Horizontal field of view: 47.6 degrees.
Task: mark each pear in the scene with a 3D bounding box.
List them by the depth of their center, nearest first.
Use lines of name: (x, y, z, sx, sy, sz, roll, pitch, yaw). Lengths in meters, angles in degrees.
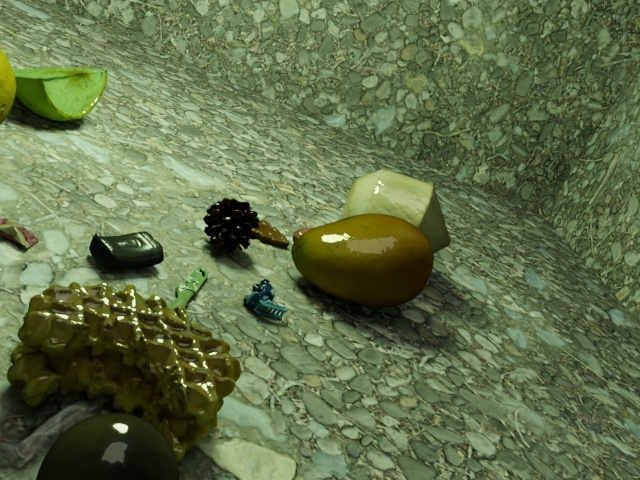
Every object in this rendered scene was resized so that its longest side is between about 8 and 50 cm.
pear: (-0.763, -0.413, 2.004, 0.239, 0.139, 0.288, 16, 22, 16)

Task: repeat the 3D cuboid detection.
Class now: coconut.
coconut: (0.224, -0.054, 2.090, 0.329, 0.329, 0.329, 23, 21, -9)

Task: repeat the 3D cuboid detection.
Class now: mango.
mango: (0.112, 0.048, 1.822, 0.378, 0.221, 0.264, 3, 34, -26)

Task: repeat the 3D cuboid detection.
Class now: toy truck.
toy truck: (-0.115, 0.135, 1.574, 0.090, 0.056, 0.073, 44, 28, 8)

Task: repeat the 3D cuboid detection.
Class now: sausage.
sausage: (0.000, 0.000, 1.993, 0.194, 0.077, 0.077, 0, 33, -49)

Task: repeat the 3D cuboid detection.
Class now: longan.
longan: (-0.257, 0.297, 0.881, 0.167, 0.167, 0.187, 23, 42, -9)

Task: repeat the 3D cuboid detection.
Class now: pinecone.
pinecone: (-0.216, -0.032, 1.740, 0.140, 0.140, 0.121, 20, 50, -17)

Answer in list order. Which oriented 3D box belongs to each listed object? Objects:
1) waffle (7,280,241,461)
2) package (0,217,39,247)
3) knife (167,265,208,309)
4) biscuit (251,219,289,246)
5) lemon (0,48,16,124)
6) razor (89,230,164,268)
waffle: (-0.292, 0.187, 1.103, 0.324, 0.151, 0.261, 28, 16, -6)
package: (-0.588, -0.015, 1.399, 0.083, 0.029, 0.059, 35, 12, -8)
knife: (-0.279, 0.110, 1.480, 0.043, 0.020, 0.293, 25, 20, 0)
biscuit: (-0.141, -0.017, 1.941, 0.130, 0.019, 0.119, 31, 21, 13)
lemon: (-0.811, -0.346, 1.619, 0.245, 0.245, 0.320, 13, 34, -32)
razor: (-0.399, 0.022, 1.494, 0.090, 0.054, 0.148, 38, 24, 28)
